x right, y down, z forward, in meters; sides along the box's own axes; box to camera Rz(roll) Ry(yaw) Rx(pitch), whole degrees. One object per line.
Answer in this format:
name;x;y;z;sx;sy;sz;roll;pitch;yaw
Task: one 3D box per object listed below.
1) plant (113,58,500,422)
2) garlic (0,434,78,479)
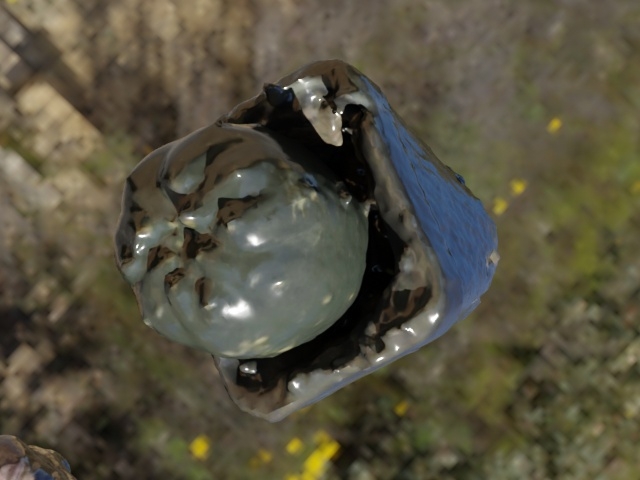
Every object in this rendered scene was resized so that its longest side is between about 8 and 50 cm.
plant;0.000;0.000;1.029;0.142;0.164;0.256;-29;165;28
garlic;-0.248;0.225;1.502;0.160;0.245;0.245;-66;-169;-26
